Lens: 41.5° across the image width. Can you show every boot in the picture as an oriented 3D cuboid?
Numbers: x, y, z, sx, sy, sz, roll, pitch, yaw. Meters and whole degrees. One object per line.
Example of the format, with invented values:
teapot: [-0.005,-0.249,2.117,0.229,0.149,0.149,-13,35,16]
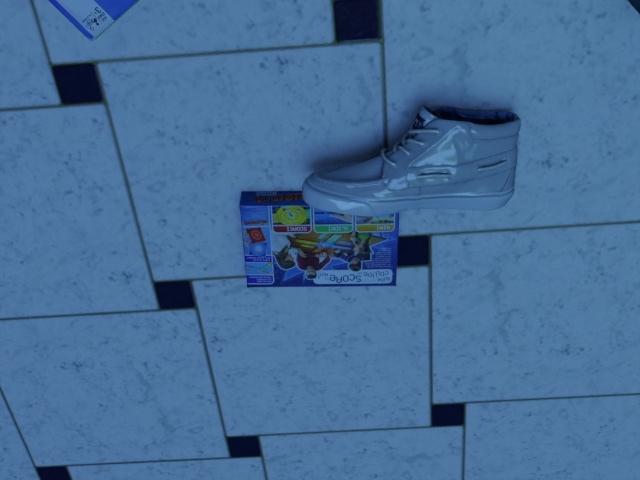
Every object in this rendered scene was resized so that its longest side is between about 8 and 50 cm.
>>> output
boot: [0.107,-0.103,0.997,0.259,0.095,0.123,-3,121,-8]

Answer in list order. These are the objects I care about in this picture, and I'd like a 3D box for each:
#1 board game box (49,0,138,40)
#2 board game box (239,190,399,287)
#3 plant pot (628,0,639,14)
board game box: [-0.082,-0.344,0.719,0.347,0.233,0.078,-33,119,23]
board game box: [0.000,0.000,1.098,0.201,0.035,0.136,0,127,1]
plant pot: [0.392,-0.326,0.775,0.166,0.165,0.234,-4,124,4]
